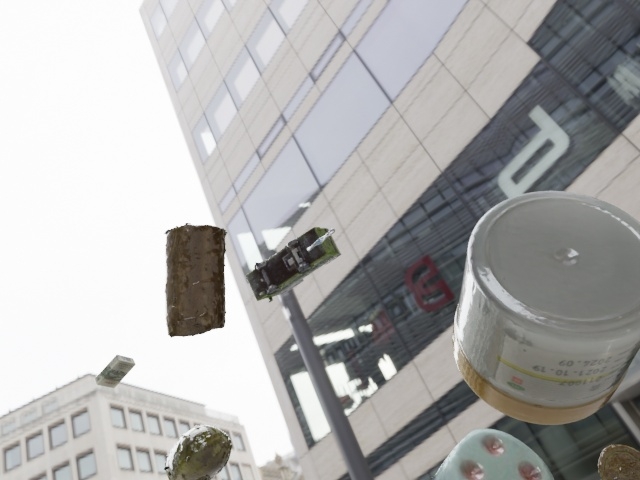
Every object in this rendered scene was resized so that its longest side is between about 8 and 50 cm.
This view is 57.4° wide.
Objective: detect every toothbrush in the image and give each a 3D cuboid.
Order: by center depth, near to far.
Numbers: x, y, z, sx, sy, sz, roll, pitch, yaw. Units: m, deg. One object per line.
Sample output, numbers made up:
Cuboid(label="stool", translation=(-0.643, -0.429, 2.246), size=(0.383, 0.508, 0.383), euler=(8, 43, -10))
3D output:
Cuboid(label="toothbrush", translation=(0.000, 0.000, 1.489), size=(0.017, 0.014, 0.162), euler=(-26, -6, -28))

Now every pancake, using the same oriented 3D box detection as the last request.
Cuboid(label="pancake", translation=(0.616, 0.469, 1.178), size=(0.115, 0.115, 0.011), euler=(-20, -29, -9))

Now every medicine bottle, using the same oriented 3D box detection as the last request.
Cuboid(label="medicine bottle", translation=(0.306, 0.092, 0.784), size=(0.238, 0.238, 0.232), euler=(-19, -39, -10))

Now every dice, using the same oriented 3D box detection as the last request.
Cuboid(label="dice", translation=(0.461, 0.704, 1.594), size=(0.268, 0.262, 0.264), euler=(-29, -41, -39))

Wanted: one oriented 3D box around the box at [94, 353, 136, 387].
Cuboid(label="box", translation=(-0.487, 0.312, 1.388), size=(0.083, 0.024, 0.054), euler=(-47, -36, 6))

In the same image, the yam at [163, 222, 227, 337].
Cuboid(label="yam", translation=(-0.267, 0.092, 1.252), size=(0.129, 0.238, 0.128), euler=(-18, -21, 39))

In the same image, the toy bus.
Cuboid(label="toy bus", translation=(-0.077, 0.072, 1.753), size=(0.302, 0.113, 0.139), euler=(-34, -16, 31))

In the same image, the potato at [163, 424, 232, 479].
Cuboid(label="potato", translation=(-0.272, 0.483, 1.301), size=(0.149, 0.113, 0.251), euler=(-33, -14, -36))
